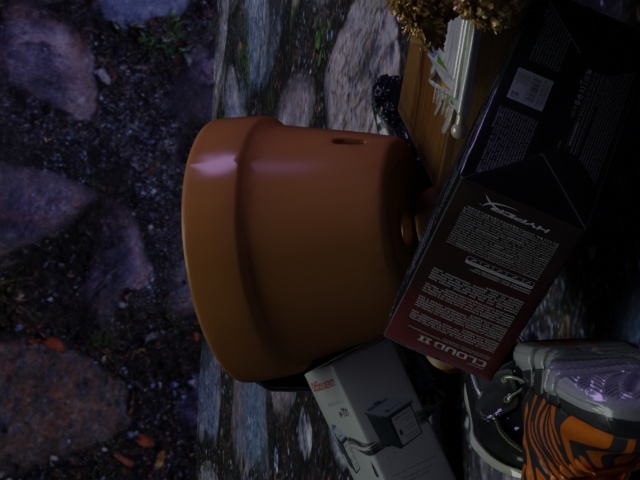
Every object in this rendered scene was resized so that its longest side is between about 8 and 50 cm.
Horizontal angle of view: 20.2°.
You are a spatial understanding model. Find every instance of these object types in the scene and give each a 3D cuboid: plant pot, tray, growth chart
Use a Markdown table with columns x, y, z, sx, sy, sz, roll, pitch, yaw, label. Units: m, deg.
| x | y | z | sx | sy | sz | roll | pitch | yaw | label |
| --- | --- | --- | --- | --- | --- | --- | --- | --- | --- |
| 0.000 | 0.000 | 1.927 | 0.291 | 0.204 | 0.290 | -7 | -90 | -71 | plant pot |
| 0.161 | -0.274 | 1.845 | 0.203 | 0.076 | 0.410 | -108 | 23 | -59 | tray |
| 0.125 | -0.207 | 1.729 | 0.237 | 0.021 | 0.172 | -101 | 18 | -62 | growth chart |

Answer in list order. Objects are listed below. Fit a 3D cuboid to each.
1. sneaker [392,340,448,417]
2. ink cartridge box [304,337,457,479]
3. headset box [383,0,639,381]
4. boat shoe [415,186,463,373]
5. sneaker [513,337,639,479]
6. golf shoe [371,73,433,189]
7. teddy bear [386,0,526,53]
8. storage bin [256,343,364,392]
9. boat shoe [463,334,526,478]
| x | y | z | sx | sy | sz | roll | pitch | yaw | label |
| --- | --- | --- | --- | --- | --- | --- | --- | --- | --- |
| 0.102 | 0.137 | 2.067 | 0.073 | 0.063 | 0.162 | 102 | 165 | -51 | sneaker |
| 0.068 | 0.212 | 2.001 | 0.190 | 0.082 | 0.139 | 64 | 165 | 3 | ink cartridge box |
| 0.161 | -0.034 | 1.535 | 0.293 | 0.110 | 0.218 | 112 | -177 | -56 | headset box |
| 0.144 | 0.046 | 1.896 | 0.073 | 0.073 | 0.207 | 40 | -134 | -56 | boat shoe |
| 0.225 | 0.176 | 1.400 | 0.321 | 0.125 | 0.180 | -131 | 40 | -88 | sneaker |
| 0.094 | -0.114 | 2.116 | 0.198 | 0.077 | 0.094 | -98 | 16 | -44 | golf shoe |
| 0.123 | -0.280 | 1.477 | 0.338 | 0.113 | 0.245 | -175 | 77 | -67 | teddy bear |
| 0.004 | 0.125 | 2.240 | 0.084 | 0.180 | 0.122 | -173 | 85 | -77 | storage bin |
| 0.178 | 0.149 | 1.655 | 0.233 | 0.084 | 0.079 | -109 | 23 | -66 | boat shoe |
